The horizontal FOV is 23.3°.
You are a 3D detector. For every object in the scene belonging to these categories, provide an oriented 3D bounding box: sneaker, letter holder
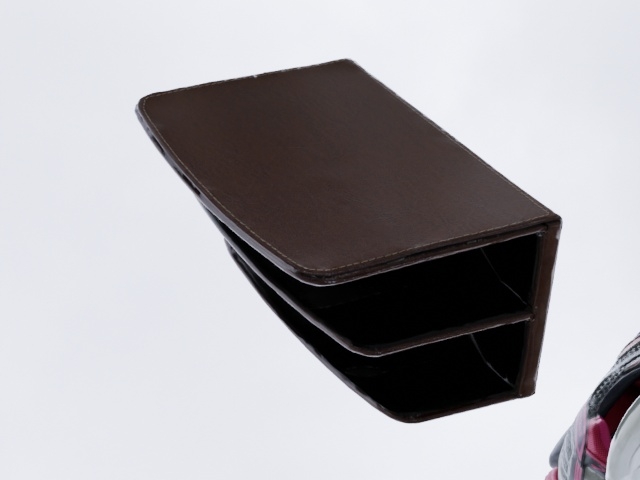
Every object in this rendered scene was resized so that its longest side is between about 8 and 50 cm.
[{"bbox_3d":[0.307,0.115,1.291,0.121,0.112,0.299,34,-120,15],"label":"sneaker"},{"bbox_3d":[0.000,0.000,1.167,0.214,0.302,0.152,-12,-57,-26],"label":"letter holder"}]

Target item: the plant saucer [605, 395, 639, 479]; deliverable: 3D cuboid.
[{"bbox_3d":[0.348,0.087,0.792,0.400,0.400,0.101,12,-123,-10],"label":"plant saucer"}]
